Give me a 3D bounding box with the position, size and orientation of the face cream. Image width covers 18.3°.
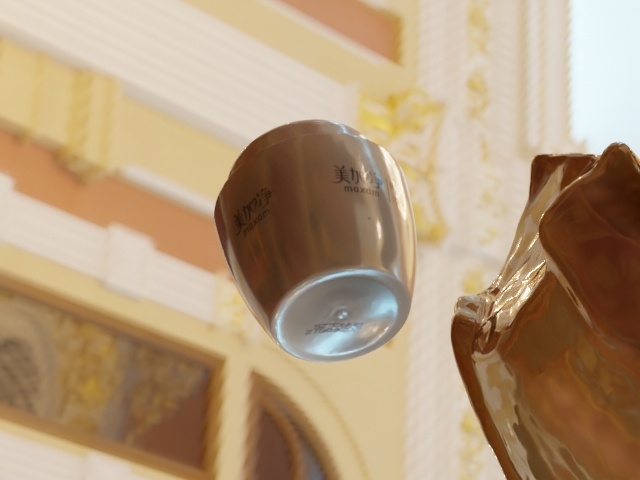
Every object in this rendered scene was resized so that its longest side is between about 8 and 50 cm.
[{"bbox_3d":[0.000,0.000,0.904,0.091,0.091,0.095,-43,-139,26],"label":"face cream"}]

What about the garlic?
[{"bbox_3d":[0.129,0.043,0.382,0.128,0.206,0.115,32,-62,47],"label":"garlic"}]
